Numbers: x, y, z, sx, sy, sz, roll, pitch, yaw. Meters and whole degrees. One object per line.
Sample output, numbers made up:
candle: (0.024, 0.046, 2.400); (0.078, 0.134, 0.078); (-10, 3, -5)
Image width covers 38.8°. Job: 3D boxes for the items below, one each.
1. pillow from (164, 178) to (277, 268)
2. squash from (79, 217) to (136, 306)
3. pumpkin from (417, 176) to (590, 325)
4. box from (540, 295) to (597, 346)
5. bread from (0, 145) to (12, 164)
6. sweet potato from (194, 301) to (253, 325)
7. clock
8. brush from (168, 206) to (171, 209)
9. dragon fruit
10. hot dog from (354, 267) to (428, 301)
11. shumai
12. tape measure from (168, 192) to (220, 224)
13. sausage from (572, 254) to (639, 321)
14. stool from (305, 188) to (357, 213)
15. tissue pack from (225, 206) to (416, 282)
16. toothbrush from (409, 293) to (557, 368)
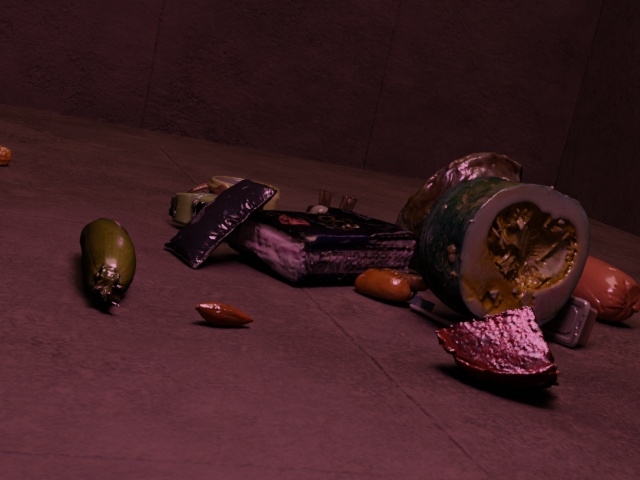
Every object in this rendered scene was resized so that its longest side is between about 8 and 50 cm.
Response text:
pillow: (-0.185, -0.038, 1.670); (0.141, 0.208, 0.055); (27, -24, 56)
squash: (-0.324, 0.026, 1.383); (0.087, 0.087, 0.331); (9, 13, -17)
pumpkin: (0.299, 0.019, 1.607); (0.293, 0.263, 0.197); (18, -2, -32)
box: (0.441, 0.141, 1.665); (0.062, 0.089, 0.122); (18, 3, -45)
bread: (-0.805, -0.212, 2.203); (0.111, 0.044, 0.083); (18, 13, 18)
sweet potato: (-0.140, 0.107, 1.302); (0.095, 0.034, 0.034); (19, 6, -29)
clock: (-0.220, -0.119, 2.326); (0.232, 0.069, 0.170); (11, 11, -2)
brush: (-0.317, -0.058, 2.017); (0.021, 0.018, 0.083); (-11, 25, -42)
dragon fruit: (0.256, 0.175, 1.312); (0.161, 0.120, 0.127); (-11, 51, 7)
hot dog: (0.132, 0.080, 1.676); (0.140, 0.060, 0.090); (18, 12, 41)
shumai: (0.332, 0.002, 1.859); (0.304, 0.309, 0.263); (-7, 47, -25)
tape measure: (-0.208, -0.052, 1.920); (0.178, 0.087, 0.154); (7, -1, -33)
sausage: (0.573, 0.090, 1.994); (0.121, 0.121, 0.304); (7, 14, -27)
stool: (0.016, -0.053, 2.121); (0.125, 0.121, 0.217); (18, 6, 19)
tissue pack: (0.000, 0.000, 1.792); (0.332, 0.123, 0.245); (2, 17, -46)
toothbrush: (0.270, 0.158, 1.540); (0.030, 0.030, 0.304); (2, 18, -46)
